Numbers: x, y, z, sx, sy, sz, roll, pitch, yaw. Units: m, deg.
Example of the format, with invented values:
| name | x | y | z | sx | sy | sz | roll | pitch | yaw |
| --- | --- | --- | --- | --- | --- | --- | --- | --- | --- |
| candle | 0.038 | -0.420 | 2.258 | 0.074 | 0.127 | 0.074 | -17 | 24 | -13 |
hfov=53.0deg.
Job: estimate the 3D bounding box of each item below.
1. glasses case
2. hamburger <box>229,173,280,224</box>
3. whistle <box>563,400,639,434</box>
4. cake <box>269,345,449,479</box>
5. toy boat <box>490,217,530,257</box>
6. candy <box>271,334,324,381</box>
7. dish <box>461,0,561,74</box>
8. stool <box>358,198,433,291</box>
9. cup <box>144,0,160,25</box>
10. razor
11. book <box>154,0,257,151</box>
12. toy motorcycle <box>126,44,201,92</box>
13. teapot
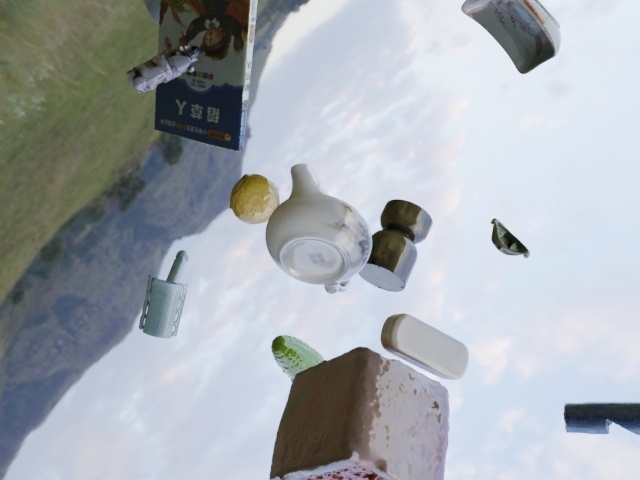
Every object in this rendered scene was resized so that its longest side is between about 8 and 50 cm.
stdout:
| name | x | y | z | sx | sy | sz | roll | pitch | yaw |
| --- | --- | --- | --- | --- | --- | --- | --- | --- | --- |
| glasses case | 0.209 | 0.212 | 1.275 | 0.050 | 0.196 | 0.083 | -18 | -134 | 61 |
| hamburger | -0.205 | -0.129 | 1.980 | 0.162 | 0.162 | 0.115 | -44 | -164 | 0 |
| whistle | 0.586 | 0.309 | 1.115 | 0.304 | 0.062 | 0.062 | -6 | -142 | 25 |
| cake | 0.074 | 0.370 | 1.216 | 0.308 | 0.237 | 0.230 | -36 | -148 | 43 |
| toy boat | 0.670 | 0.002 | 2.310 | 0.089 | 0.185 | 0.071 | -41 | 174 | -34 |
| candy | -0.055 | 0.278 | 1.494 | 0.096 | 0.209 | 0.097 | -15 | -129 | 20 |
| dish | 0.416 | -0.469 | 1.359 | 0.077 | 0.212 | 0.151 | -47 | -174 | -10 |
| stool | 0.250 | 0.019 | 2.162 | 0.179 | 0.179 | 0.264 | -10 | -133 | 56 |
| cup | -0.312 | -0.779 | 1.841 | 0.326 | 0.237 | 0.323 | -24 | -153 | 50 |
| razor | -0.271 | 0.074 | 1.170 | 0.232 | 0.068 | 0.106 | -100 | -154 | -68 |
| book | -0.311 | -0.476 | 1.708 | 0.299 | 0.428 | 0.039 | 16 | -160 | 25 |
| toy motorcycle | -0.407 | -0.422 | 1.601 | 0.224 | 0.073 | 0.152 | -14 | -149 | 24 |
| teapot | 0.000 | 0.000 | 1.237 | 0.204 | 0.298 | 0.139 | -6 | -137 | 14 |
